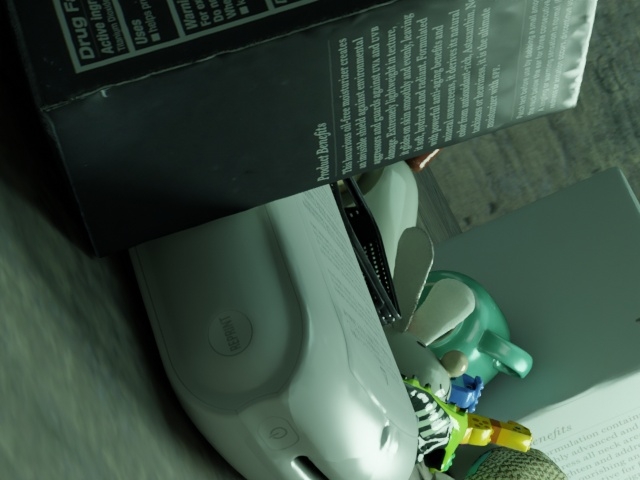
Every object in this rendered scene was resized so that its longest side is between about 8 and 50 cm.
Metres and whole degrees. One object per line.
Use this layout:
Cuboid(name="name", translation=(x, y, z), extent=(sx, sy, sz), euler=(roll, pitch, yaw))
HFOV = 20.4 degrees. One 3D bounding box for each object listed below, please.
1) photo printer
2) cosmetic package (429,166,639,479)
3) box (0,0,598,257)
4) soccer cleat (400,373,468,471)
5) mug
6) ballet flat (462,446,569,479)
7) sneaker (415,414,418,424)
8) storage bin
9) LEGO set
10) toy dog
Cuboid(name="photo printer", translation=(-0.039, 0.023, 1.119), extent=(0.256, 0.107, 0.308), euler=(50, 18, -62))
Cuboid(name="cosmetic package", translation=(0.322, 0.196, 2.195), extent=(0.327, 0.329, 0.394), euler=(-105, 168, -48))
Cuboid(name="box", translation=(-0.040, -0.190, 0.985), extent=(0.183, 0.294, 0.296), euler=(87, -16, -63))
Cuboid(name="soccer cleat", translation=(0.080, 0.166, 1.666), extent=(0.060, 0.072, 0.179), euler=(14, -14, 41))
Cuboid(name="mug", translation=(0.148, 0.096, 1.976), extent=(0.097, 0.157, 0.129), euler=(47, 35, -57))
Cuboid(name="ballet flat", translation=(0.277, 0.449, 1.894), extent=(0.483, 0.164, 0.182), euler=(61, 29, 7))
Cuboid(name="sneaker", translation=(0.036, 0.144, 1.348), extent=(0.080, 0.081, 0.211), euler=(63, 6, -7))
Cuboid(name="storage bin", translation=(0.000, 0.000, 1.543), extent=(0.122, 0.084, 0.180), euler=(61, 8, -28))
Cuboid(name="LEGO set", translation=(0.165, 0.206, 1.865), extent=(0.227, 0.093, 0.087), euler=(-93, -160, -68))
Cuboid(name="toy dog", translation=(0.092, 0.013, 1.834), extent=(0.334, 0.161, 0.220), euler=(67, 8, 10))
